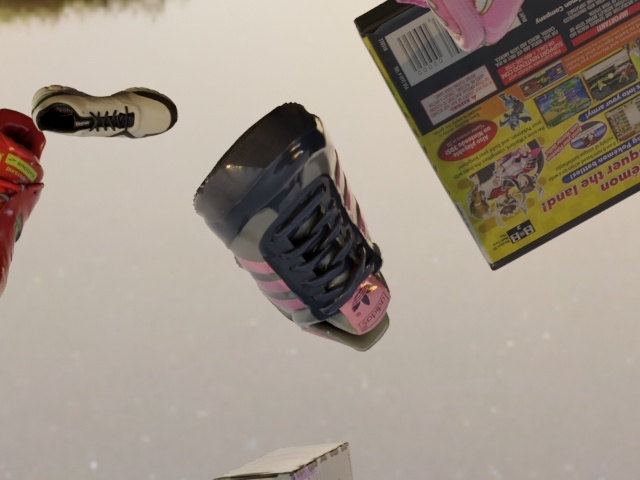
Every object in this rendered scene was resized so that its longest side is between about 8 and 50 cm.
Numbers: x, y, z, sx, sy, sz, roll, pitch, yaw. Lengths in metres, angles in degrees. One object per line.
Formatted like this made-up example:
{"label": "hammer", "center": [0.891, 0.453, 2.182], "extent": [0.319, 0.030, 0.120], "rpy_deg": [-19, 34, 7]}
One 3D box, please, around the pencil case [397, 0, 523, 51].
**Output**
{"label": "pencil case", "center": [0.139, -0.256, 0.577], "extent": [0.160, 0.386, 0.167], "rpy_deg": [42, -175, -28]}

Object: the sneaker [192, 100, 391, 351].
{"label": "sneaker", "center": [0.000, 0.000, 1.092], "extent": [0.131, 0.112, 0.319], "rpy_deg": [45, 177, 13]}

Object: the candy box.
{"label": "candy box", "center": [-0.019, 0.261, 1.266], "extent": [0.070, 0.164, 0.196], "rpy_deg": [-8, 179, 13]}

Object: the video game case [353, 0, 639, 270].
{"label": "video game case", "center": [0.201, -0.138, 1.213], "extent": [0.275, 0.248, 0.035], "rpy_deg": [-29, -151, 5]}

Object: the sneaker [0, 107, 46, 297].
{"label": "sneaker", "center": [-0.271, -0.027, 1.192], "extent": [0.107, 0.118, 0.279], "rpy_deg": [34, -158, -21]}

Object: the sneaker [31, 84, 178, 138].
{"label": "sneaker", "center": [-0.158, -0.089, 1.118], "extent": [0.109, 0.040, 0.043], "rpy_deg": [1, -157, -1]}
